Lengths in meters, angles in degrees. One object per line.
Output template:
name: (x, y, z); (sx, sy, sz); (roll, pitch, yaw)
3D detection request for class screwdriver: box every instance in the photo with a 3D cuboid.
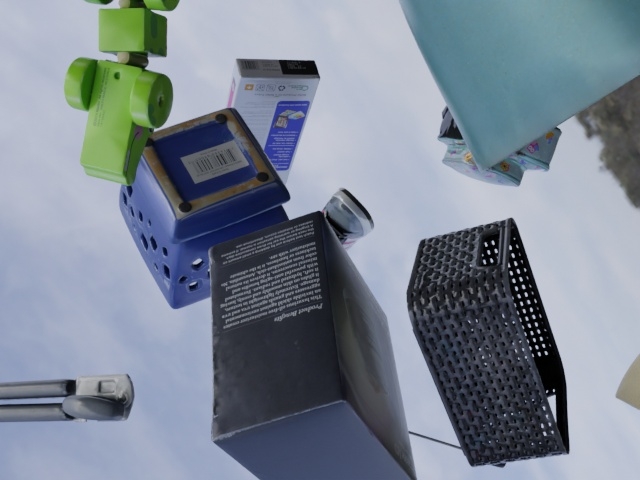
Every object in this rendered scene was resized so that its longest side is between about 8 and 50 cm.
screwdriver: (0.205, 0.312, 1.221); (0.170, 0.025, 0.024); (22, -134, -8)

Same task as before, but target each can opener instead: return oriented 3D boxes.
can opener: (-0.421, 0.253, 1.282); (0.093, 0.280, 0.074); (28, -121, -62)

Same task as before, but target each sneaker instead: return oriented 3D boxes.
sneaker: (0.000, 0.000, 1.654); (0.124, 0.178, 0.295); (46, 167, 7)

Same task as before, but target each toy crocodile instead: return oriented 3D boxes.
toy crocodile: (-0.223, -0.237, 0.956); (0.105, 0.115, 0.340); (-13, -68, -74)

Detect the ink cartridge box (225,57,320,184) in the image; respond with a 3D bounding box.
ink cartridge box: (-0.130, -0.251, 1.805); (0.176, 0.371, 0.069); (-3, -127, -19)

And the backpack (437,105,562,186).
backpack: (0.312, -0.169, 1.393); (0.188, 0.144, 0.166); (9, -177, -14)

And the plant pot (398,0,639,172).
plant pot: (0.178, -0.225, 0.563); (0.235, 0.293, 0.293); (58, -158, 2)

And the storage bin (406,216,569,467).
storage bin: (0.145, 0.087, 0.678); (0.180, 0.084, 0.122); (65, -156, -22)

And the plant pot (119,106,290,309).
plant pot: (-0.183, -0.065, 1.294); (0.236, 0.236, 0.212); (57, 157, 26)

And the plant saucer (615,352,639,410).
plant saucer: (0.569, 0.152, 0.994); (0.333, 0.333, 0.081); (11, -113, -87)

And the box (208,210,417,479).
box: (-0.007, 0.176, 1.094); (0.296, 0.183, 0.294); (56, -159, -48)
